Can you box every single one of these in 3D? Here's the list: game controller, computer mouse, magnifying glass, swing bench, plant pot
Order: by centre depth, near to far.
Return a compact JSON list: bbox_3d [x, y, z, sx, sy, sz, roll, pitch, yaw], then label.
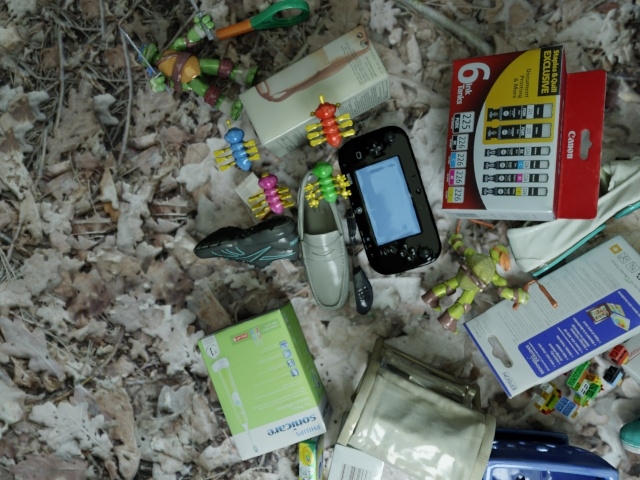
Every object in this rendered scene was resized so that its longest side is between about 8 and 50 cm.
[{"bbox_3d":[0.415,0.506,0.926,0.235,0.212,0.236,1,91,5],"label":"plant pot"},{"bbox_3d":[0.192,0.345,0.943,0.253,0.254,0.165,24,94,8],"label":"swing bench"},{"bbox_3d":[0.151,-0.087,1.042,0.166,0.067,0.319,-17,87,9],"label":"game controller"},{"bbox_3d":[0.088,0.046,1.047,0.041,0.071,0.242,-7,94,3],"label":"computer mouse"},{"bbox_3d":[-0.135,-0.507,1.082,0.230,0.092,0.026,-9,92,20],"label":"magnifying glass"}]

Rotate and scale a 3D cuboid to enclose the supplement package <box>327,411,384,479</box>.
[{"bbox_3d":[0.080,0.459,1.000,0.105,0.179,0.105,12,92,9],"label":"supplement package"}]

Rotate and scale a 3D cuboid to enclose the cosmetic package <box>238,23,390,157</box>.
[{"bbox_3d":[-0.007,-0.316,1.023,0.296,0.153,0.129,-27,86,7],"label":"cosmetic package"}]

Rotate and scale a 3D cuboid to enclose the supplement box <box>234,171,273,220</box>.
[{"bbox_3d":[-0.147,-0.103,1.104,0.062,0.036,0.098,-41,85,8],"label":"supplement box"}]

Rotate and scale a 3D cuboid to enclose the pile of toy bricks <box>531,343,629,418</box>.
[{"bbox_3d":[0.554,0.295,0.974,0.105,0.118,0.212,40,85,-32],"label":"pile of toy bricks"}]

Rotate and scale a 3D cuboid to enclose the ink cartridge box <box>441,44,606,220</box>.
[{"bbox_3d":[0.397,-0.199,0.916,0.271,0.130,0.310,3,86,30],"label":"ink cartridge box"}]

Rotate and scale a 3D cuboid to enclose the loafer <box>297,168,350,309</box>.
[{"bbox_3d":[0.000,0.000,1.043,0.112,0.111,0.320,-11,89,9],"label":"loafer"}]

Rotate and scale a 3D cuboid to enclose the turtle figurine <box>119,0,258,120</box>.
[{"bbox_3d":[-0.279,-0.395,1.025,0.266,0.198,0.275,24,137,-9],"label":"turtle figurine"}]

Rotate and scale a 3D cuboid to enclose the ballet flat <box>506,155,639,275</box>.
[{"bbox_3d":[0.562,-0.081,0.950,0.400,0.139,0.139,-35,85,11],"label":"ballet flat"}]

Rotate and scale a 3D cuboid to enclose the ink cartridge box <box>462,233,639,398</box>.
[{"bbox_3d":[0.500,0.157,0.953,0.371,0.069,0.176,-31,58,6],"label":"ink cartridge box"}]

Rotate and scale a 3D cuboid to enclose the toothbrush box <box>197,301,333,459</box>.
[{"bbox_3d":[-0.121,0.311,1.062,0.206,0.122,0.283,-23,86,8],"label":"toothbrush box"}]

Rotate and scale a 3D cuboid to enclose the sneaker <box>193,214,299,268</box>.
[{"bbox_3d":[-0.172,0.022,1.078,0.267,0.101,0.106,-9,117,23],"label":"sneaker"}]

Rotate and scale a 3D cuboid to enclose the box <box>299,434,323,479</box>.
[{"bbox_3d":[-0.020,0.525,1.056,0.043,0.105,0.179,2,92,10],"label":"box"}]

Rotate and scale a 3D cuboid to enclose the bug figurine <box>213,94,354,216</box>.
[{"bbox_3d":[-0.061,-0.162,0.947,0.279,0.072,0.216,-12,108,8],"label":"bug figurine"}]

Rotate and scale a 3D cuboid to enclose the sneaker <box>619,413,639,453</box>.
[{"bbox_3d":[0.739,0.332,0.936,0.302,0.108,0.121,-17,86,2],"label":"sneaker"}]

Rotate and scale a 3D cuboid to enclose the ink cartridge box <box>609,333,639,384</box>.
[{"bbox_3d":[0.681,0.252,0.932,0.104,0.181,0.061,-41,121,7],"label":"ink cartridge box"}]

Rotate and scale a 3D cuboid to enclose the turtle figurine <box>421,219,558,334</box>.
[{"bbox_3d":[0.324,0.089,0.968,0.217,0.087,0.269,-51,55,17],"label":"turtle figurine"}]
